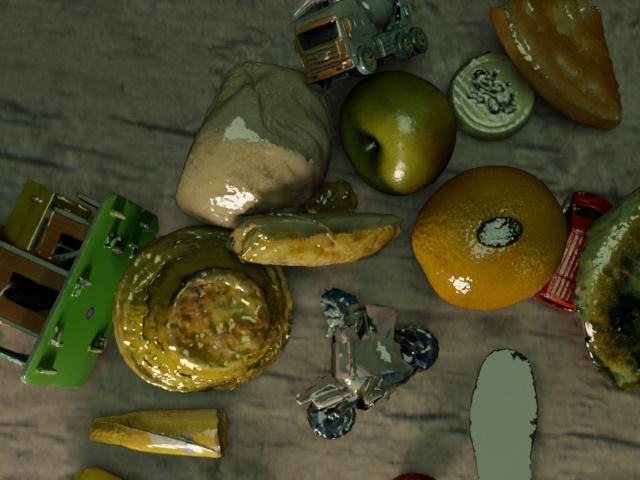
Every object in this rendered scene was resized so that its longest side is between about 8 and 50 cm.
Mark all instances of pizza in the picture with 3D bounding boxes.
[{"bbox_3d":[0.386,-0.314,1.425,0.290,0.081,0.228,37,62,-17],"label":"pizza"}]

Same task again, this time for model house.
[{"bbox_3d":[-0.482,0.019,1.312,0.324,0.340,0.300,22,84,15],"label":"model house"}]

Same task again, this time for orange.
[{"bbox_3d":[0.258,-0.005,1.352,0.236,0.236,0.236,0,85,2],"label":"orange"}]

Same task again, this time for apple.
[{"bbox_3d":[0.124,-0.172,1.386,0.157,0.196,0.196,-32,84,-37],"label":"apple"}]

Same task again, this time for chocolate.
[{"bbox_3d":[-0.260,0.307,1.412,0.220,0.085,0.085,-1,85,6],"label":"chocolate"}]

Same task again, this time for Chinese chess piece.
[{"bbox_3d":[0.280,-0.235,1.447,0.144,0.058,0.144,0,85,2],"label":"Chinese chess piece"}]

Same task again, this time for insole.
[{"bbox_3d":[0.297,0.338,1.424,0.111,0.007,0.327,-1,85,3],"label":"insole"}]

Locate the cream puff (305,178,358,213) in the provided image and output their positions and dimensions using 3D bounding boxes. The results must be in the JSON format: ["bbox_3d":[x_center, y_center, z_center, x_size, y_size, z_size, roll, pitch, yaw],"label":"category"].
[{"bbox_3d":[0.016,-0.066,1.444,0.083,0.083,0.058,-35,44,10],"label":"cream puff"}]

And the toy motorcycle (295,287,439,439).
[{"bbox_3d":[0.046,0.173,1.400,0.239,0.108,0.204,-37,90,-26],"label":"toy motorcycle"}]

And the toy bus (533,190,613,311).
[{"bbox_3d":[0.407,0.014,1.407,0.081,0.089,0.195,24,86,3],"label":"toy bus"}]

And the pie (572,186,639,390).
[{"bbox_3d":[0.536,0.050,1.361,0.371,0.078,0.296,-46,109,-5],"label":"pie"}]

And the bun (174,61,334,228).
[{"bbox_3d":[-0.088,-0.133,1.353,0.205,0.281,0.281,22,86,-4],"label":"bun"}]

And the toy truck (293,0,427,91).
[{"bbox_3d":[0.062,-0.324,1.343,0.108,0.257,0.140,-13,102,39],"label":"toy truck"}]

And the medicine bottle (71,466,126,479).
[{"bbox_3d":[-0.259,0.463,1.395,0.309,0.076,0.111,24,94,2],"label":"medicine bottle"}]

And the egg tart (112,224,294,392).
[{"bbox_3d":[-0.171,0.111,1.360,0.294,0.123,0.293,-2,96,-20],"label":"egg tart"}]

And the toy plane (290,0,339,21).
[{"bbox_3d":[0.026,-0.412,1.465,0.162,0.065,0.171,-11,82,-1],"label":"toy plane"}]

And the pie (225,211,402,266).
[{"bbox_3d":[0.000,0.000,1.352,0.283,0.128,0.068,-4,62,-31],"label":"pie"}]

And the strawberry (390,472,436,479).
[{"bbox_3d":[0.145,0.403,1.389,0.096,0.083,0.083,-17,84,-34],"label":"strawberry"}]
